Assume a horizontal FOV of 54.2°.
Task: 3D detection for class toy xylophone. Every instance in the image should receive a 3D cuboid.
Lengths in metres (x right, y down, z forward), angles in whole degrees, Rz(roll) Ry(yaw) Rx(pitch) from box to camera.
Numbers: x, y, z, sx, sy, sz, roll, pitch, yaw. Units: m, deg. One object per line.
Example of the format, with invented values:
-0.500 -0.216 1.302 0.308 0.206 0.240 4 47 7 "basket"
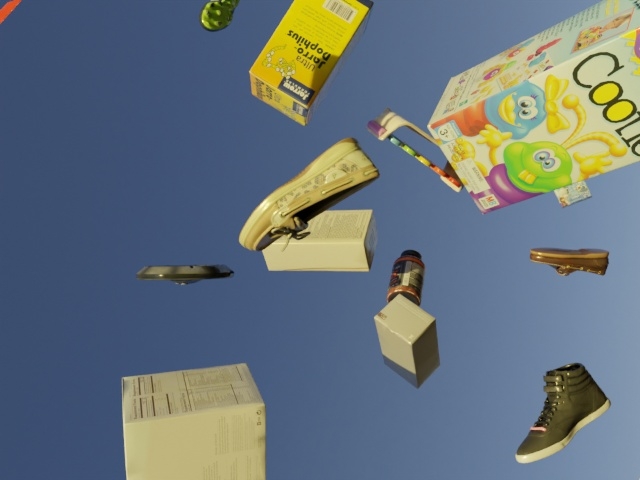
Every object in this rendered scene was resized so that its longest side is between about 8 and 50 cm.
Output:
0.271 -0.261 1.731 0.323 0.236 0.081 31 -76 -20 "toy xylophone"

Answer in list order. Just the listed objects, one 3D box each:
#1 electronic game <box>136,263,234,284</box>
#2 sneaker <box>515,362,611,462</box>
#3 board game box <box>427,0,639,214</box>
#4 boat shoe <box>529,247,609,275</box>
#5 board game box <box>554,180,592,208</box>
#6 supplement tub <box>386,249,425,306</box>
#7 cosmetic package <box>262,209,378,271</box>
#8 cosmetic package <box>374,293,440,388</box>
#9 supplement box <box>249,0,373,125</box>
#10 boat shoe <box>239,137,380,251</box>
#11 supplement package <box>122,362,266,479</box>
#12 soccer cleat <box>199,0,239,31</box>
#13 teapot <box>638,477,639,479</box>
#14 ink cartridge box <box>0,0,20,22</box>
-0.320 0.082 1.488 0.229 0.229 0.048 1 -92 -48 "electronic game"
0.549 0.399 1.490 0.296 0.104 0.147 -28 -91 -22 "sneaker"
0.289 -0.161 0.716 0.142 0.275 0.144 52 -139 -20 "board game box"
0.643 0.058 1.618 0.073 0.207 0.073 -87 1 -74 "boat shoe"
0.749 -0.153 1.872 0.020 0.090 0.090 46 -156 -68 "board game box"
0.267 0.119 1.923 0.106 0.106 0.198 59 -148 -32 "supplement tub"
0.000 0.000 1.828 0.160 0.309 0.113 -68 -29 -47 "cosmetic package"
0.224 0.260 1.594 0.107 0.127 0.238 -39 -36 -22 "cosmetic package"
-0.028 -0.545 1.789 0.195 0.194 0.356 31 -97 -1 "supplement box"
-0.025 -0.064 1.125 0.089 0.285 0.104 53 -166 12 "boat shoe"
-0.258 0.389 1.262 0.263 0.198 0.199 -3 -75 -18 "supplement package"
-0.212 -0.466 1.284 0.060 0.072 0.179 40 -140 -21 "soccer cleat"
0.523 0.290 0.812 0.187 0.256 0.252 -56 -4 15 "teapot"
-0.592 -0.446 1.026 0.189 0.232 0.066 -61 -20 -20 "ink cartridge box"
